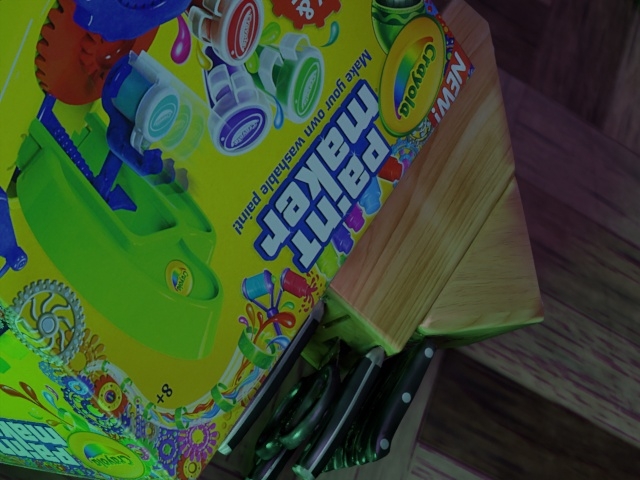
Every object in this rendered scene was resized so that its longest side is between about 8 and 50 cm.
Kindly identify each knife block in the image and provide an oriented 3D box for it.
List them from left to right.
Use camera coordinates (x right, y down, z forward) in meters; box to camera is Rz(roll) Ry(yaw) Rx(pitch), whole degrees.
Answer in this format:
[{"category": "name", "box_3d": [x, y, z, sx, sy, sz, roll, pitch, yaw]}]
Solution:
[{"category": "knife block", "box_3d": [0.000, 0.000, 0.868, 0.242, 0.088, 0.275, -3, 78, -30]}]

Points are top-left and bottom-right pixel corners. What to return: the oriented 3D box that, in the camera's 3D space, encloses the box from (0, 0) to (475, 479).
[{"category": "box", "box_3d": [-0.119, -0.082, 0.733, 0.279, 0.177, 0.290, 52, 57, -29]}]
